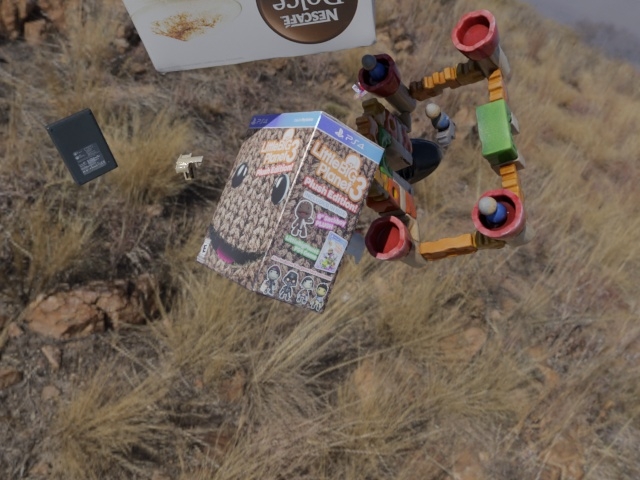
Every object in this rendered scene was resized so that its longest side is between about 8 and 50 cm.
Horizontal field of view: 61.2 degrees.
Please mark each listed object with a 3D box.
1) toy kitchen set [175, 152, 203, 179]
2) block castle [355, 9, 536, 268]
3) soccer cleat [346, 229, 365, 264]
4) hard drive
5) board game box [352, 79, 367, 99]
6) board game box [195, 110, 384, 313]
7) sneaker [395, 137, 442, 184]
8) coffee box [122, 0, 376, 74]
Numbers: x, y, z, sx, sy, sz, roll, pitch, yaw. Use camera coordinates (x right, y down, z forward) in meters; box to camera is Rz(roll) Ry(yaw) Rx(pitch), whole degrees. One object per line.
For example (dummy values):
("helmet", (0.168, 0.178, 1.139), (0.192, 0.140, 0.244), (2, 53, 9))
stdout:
("toy kitchen set", (-0.347, -0.190, 1.478), (0.068, 0.075, 0.083), (-6, 34, 1))
("block castle", (0.225, -0.188, 1.051), (0.212, 0.302, 0.454), (25, 59, -51))
("soccer cleat", (0.000, 0.000, 1.164), (0.196, 0.076, 0.068), (12, 3, 11))
("hard drive", (-0.490, -0.192, 1.117), (0.094, 0.135, 0.022), (-34, 40, -25))
("board game box", (0.163, -0.546, 1.816), (0.033, 0.169, 0.133), (41, 4, -19))
("board game box", (-0.060, -0.055, 0.927), (0.141, 0.291, 0.232), (23, -5, -35))
("sneaker", (0.165, -0.160, 1.343), (0.340, 0.125, 0.139), (-19, 25, -14))
("coffee box", (-0.100, -0.485, 0.762), (0.337, 0.334, 0.338), (-4, 51, 10))
